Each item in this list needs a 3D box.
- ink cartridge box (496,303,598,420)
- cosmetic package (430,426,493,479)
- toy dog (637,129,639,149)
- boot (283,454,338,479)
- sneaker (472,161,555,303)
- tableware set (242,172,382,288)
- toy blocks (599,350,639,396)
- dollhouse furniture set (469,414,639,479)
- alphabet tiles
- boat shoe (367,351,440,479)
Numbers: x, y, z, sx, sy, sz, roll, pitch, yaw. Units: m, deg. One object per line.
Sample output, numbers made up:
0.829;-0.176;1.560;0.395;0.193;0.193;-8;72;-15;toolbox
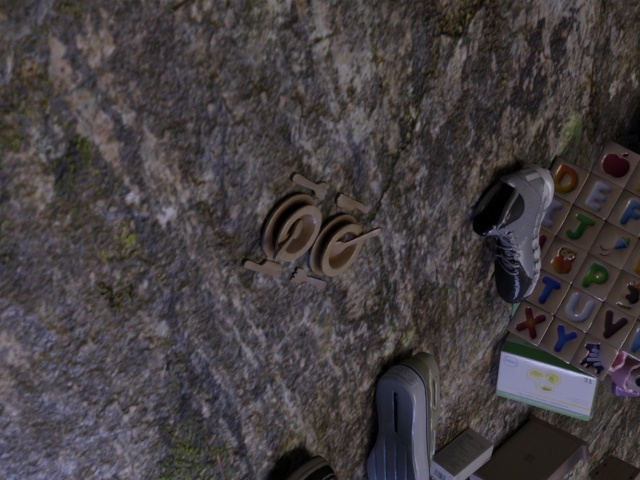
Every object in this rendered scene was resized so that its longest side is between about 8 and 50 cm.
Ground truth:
0.397;0.196;1.993;0.235;0.171;0.056;87;25;-44;ink cartridge box
0.249;0.389;2.073;0.115;0.060;0.041;-28;139;-36;cosmetic package
0.678;-0.045;1.972;0.395;0.285;0.407;104;-14;-86;toy dog
0.039;0.515;1.684;0.138;0.284;0.377;-24;136;-42;boot
0.270;-0.003;1.746;0.132;0.086;0.228;-15;119;-41;sneaker
0.000;0.000;1.409;0.194;0.039;0.128;20;101;-58;tableware set
0.686;0.197;2.261;0.288;0.260;0.309;-52;138;-10;toy blocks
0.457;0.551;2.283;0.198;0.286;0.303;-36;131;-30;dollhouse furniture set
0.445;0.032;1.820;0.342;0.285;0.011;-63;167;11;alphabet tiles
0.143;0.309;1.817;0.094;0.109;0.302;-31;137;-38;boat shoe
